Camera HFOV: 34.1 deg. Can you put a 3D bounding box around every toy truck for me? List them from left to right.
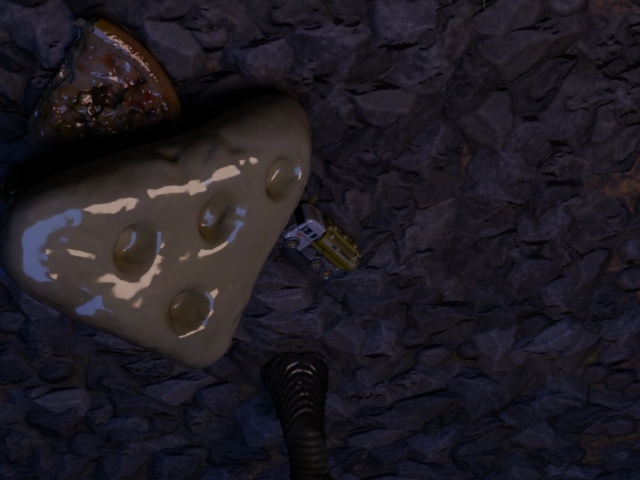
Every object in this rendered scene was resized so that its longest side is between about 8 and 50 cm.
[{"bbox_3d":[0.000,0.000,1.407,0.063,0.052,0.123,-34,130,16],"label":"toy truck"}]

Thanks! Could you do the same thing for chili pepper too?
[{"bbox_3d":[-0.299,-0.063,1.293,0.278,0.065,0.122,5,153,-5],"label":"chili pepper"}]

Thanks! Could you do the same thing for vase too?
[{"bbox_3d":[-0.024,0.289,1.549,0.115,0.237,0.115,-5,134,-5],"label":"vase"}]

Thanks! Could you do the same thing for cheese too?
[{"bbox_3d":[-0.187,-0.040,1.191,0.328,0.129,0.351,19,102,-39],"label":"cheese"}]

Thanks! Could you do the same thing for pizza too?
[{"bbox_3d":[-0.270,-0.159,1.216,0.195,0.052,0.185,-26,129,16],"label":"pizza"}]

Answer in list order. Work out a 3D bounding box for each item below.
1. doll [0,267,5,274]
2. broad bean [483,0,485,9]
[{"bbox_3d":[-0.384,0.012,1.350,0.205,0.067,0.110,-10,161,11],"label":"doll"},{"bbox_3d":[0.320,-0.344,1.128,0.318,0.056,0.098,-15,140,13],"label":"broad bean"}]
